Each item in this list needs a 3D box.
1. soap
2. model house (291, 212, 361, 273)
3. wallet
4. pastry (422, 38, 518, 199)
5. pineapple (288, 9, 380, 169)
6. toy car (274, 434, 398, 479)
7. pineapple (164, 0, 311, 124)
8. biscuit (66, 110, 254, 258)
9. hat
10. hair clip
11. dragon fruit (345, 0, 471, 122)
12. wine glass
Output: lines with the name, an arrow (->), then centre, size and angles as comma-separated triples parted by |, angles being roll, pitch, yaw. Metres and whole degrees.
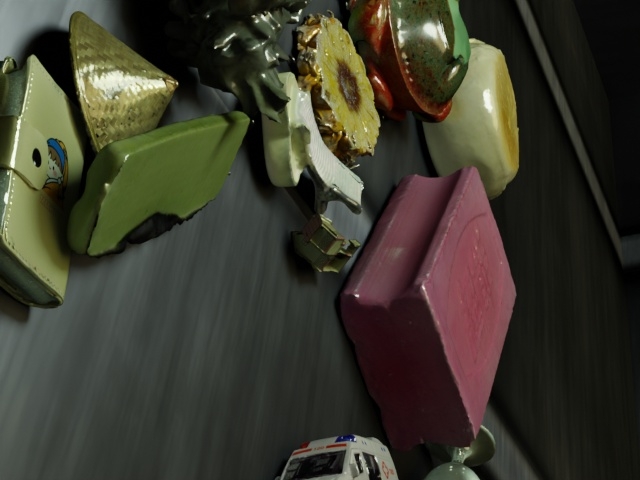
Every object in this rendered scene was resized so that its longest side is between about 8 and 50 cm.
soap -> 0.151, 0.078, 1.527 | 0.359, 0.128, 0.233 | -59, 134, -57
model house -> 0.000, 0.000, 1.289 | 0.058, 0.057, 0.083 | 44, 15, 20
wallet -> -0.209, -0.043, 0.820 | 0.110, 0.039, 0.155 | 62, 25, -58
pastry -> 0.248, -0.197, 1.880 | 0.265, 0.133, 0.265 | -11, 90, -69
pineapple -> 0.024, -0.191, 1.454 | 0.221, 0.047, 0.221 | -13, 90, -69
toy car -> 0.016, 0.248, 1.163 | 0.209, 0.089, 0.108 | 33, 50, -63
pineapple -> -0.070, -0.269, 1.086 | 0.223, 0.222, 0.357 | 33, 58, -60
biscuit -> -0.128, -0.053, 0.951 | 0.099, 0.038, 0.322 | -67, 172, 15
hat -> -0.146, -0.119, 0.925 | 0.146, 0.067, 0.146 | -12, 90, -86
hair clip -> -0.016, -0.115, 1.288 | 0.218, 0.071, 0.159 | 58, 27, -52
dragon fruit -> 0.129, -0.295, 1.653 | 0.268, 0.130, 0.295 | 72, 21, -7
wine glass -> 0.165, 0.334, 1.470 | 0.222, 0.103, 0.103 | -71, 143, -51
